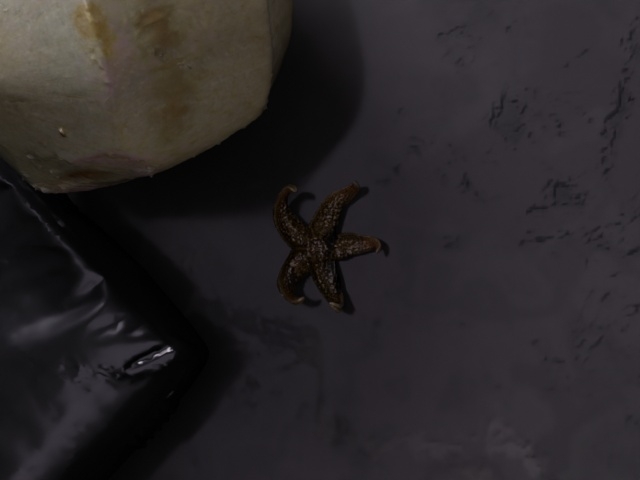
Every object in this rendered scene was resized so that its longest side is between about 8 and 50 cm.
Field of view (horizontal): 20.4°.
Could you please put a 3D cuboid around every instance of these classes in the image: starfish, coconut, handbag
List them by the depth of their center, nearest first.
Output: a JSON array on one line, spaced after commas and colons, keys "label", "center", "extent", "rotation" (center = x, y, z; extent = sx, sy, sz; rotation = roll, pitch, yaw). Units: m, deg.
[{"label": "coconut", "center": [-0.143, -0.136, 1.105], "extent": [0.241, 0.241, 0.241], "rotation": [-1, 86, 13]}, {"label": "starfish", "center": [0.000, 0.000, 1.169], "extent": [0.078, 0.028, 0.091], "rotation": [29, 90, 8]}, {"label": "handbag", "center": [-0.236, 0.090, 1.184], "extent": [0.244, 0.088, 0.275], "rotation": [44, 98, 10]}]
